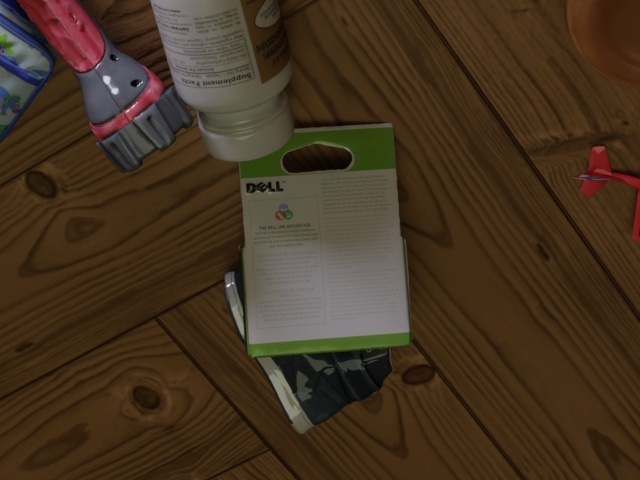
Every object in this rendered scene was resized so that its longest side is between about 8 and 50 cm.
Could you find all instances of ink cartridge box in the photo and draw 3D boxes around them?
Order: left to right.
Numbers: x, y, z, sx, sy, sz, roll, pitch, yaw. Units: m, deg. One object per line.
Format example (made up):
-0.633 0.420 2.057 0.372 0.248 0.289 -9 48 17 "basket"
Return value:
0.000 0.000 2.053 0.188 0.097 0.255 -4 90 -5 "ink cartridge box"

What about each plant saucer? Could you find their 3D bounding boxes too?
0.363 -0.245 1.906 0.200 0.037 0.200 1 125 2 "plant saucer"

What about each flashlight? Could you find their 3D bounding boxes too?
-0.262 -0.215 1.874 0.103 0.103 0.304 -22 110 47 "flashlight"

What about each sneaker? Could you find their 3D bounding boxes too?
-0.006 0.105 2.143 0.163 0.086 0.226 -27 111 10 "sneaker"

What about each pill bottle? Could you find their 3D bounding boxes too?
-0.099 -0.206 1.903 0.131 0.131 0.229 -8 124 9 "pill bottle"

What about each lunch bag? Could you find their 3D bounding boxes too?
-0.405 -0.214 1.944 0.219 0.090 0.176 36 116 -21 "lunch bag"

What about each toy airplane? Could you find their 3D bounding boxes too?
0.360 -0.064 2.034 0.151 0.028 0.151 2 123 2 "toy airplane"
